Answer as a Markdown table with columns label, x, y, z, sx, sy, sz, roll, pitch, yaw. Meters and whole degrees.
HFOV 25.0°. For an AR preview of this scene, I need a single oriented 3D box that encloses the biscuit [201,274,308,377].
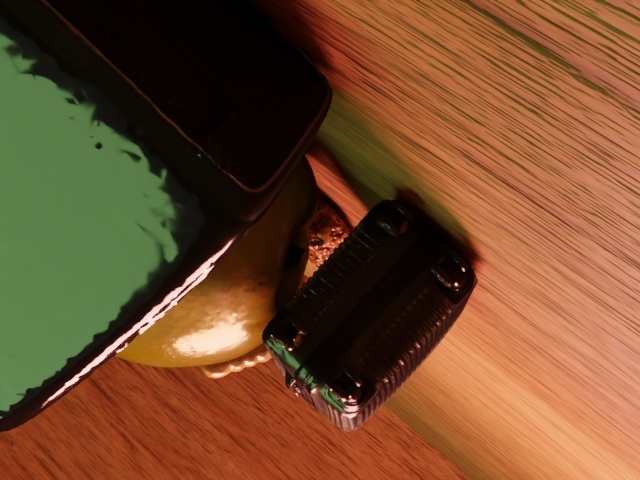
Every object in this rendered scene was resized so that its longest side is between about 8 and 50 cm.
| label | x | y | z | sx | sy | sz | roll | pitch | yaw |
| --- | --- | --- | --- | --- | --- | --- | --- | --- | --- |
| biscuit | -0.103 | 0.040 | 1.686 | 0.030 | 0.160 | 0.250 | 92 | 154 | -53 |

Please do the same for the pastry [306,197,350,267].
| label | x | y | z | sx | sy | sz | roll | pitch | yaw |
| --- | --- | --- | --- | --- | --- | --- | --- | --- | --- |
| pastry | -0.002 | -0.002 | 1.738 | 0.087 | 0.063 | 0.169 | 47 | 173 | 14 |

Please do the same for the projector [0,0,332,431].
| label | x | y | z | sx | sy | sz | roll | pitch | yaw |
| --- | --- | --- | --- | --- | --- | --- | --- | --- | --- |
| projector | -0.257 | -0.101 | 1.181 | 0.395 | 0.405 | 0.242 | 44 | -144 | -8 |

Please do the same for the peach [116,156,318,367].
| label | x | y | z | sx | sy | sz | roll | pitch | yaw |
| --- | --- | --- | --- | --- | --- | --- | --- | --- | --- |
| peach | -0.160 | -0.009 | 1.527 | 0.315 | 0.282 | 0.314 | 1 | -169 | 3 |

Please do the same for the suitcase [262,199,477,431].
| label | x | y | z | sx | sy | sz | roll | pitch | yaw |
| --- | --- | --- | --- | --- | --- | --- | --- | --- | --- |
| suitcase | 0.048 | 0.083 | 1.426 | 0.128 | 0.202 | 0.312 | 42 | 172 | 8 |
